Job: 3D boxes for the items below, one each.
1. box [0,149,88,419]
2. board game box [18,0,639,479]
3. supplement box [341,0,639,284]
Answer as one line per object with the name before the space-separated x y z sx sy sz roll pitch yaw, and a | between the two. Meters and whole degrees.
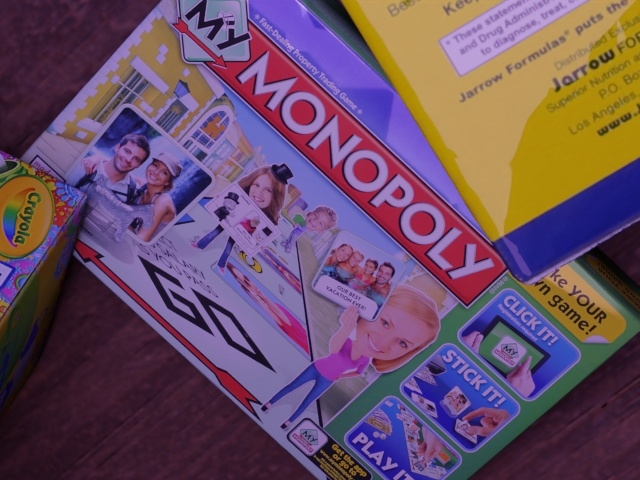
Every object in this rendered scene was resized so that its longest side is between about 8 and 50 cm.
box | -0.324 0.057 1.033 0.279 0.290 0.177 27 139 2
board game box | 0.000 0.000 1.091 0.317 0.046 0.213 43 116 -6
supplement box | 0.076 -0.194 0.891 0.195 0.194 0.356 -31 102 8
